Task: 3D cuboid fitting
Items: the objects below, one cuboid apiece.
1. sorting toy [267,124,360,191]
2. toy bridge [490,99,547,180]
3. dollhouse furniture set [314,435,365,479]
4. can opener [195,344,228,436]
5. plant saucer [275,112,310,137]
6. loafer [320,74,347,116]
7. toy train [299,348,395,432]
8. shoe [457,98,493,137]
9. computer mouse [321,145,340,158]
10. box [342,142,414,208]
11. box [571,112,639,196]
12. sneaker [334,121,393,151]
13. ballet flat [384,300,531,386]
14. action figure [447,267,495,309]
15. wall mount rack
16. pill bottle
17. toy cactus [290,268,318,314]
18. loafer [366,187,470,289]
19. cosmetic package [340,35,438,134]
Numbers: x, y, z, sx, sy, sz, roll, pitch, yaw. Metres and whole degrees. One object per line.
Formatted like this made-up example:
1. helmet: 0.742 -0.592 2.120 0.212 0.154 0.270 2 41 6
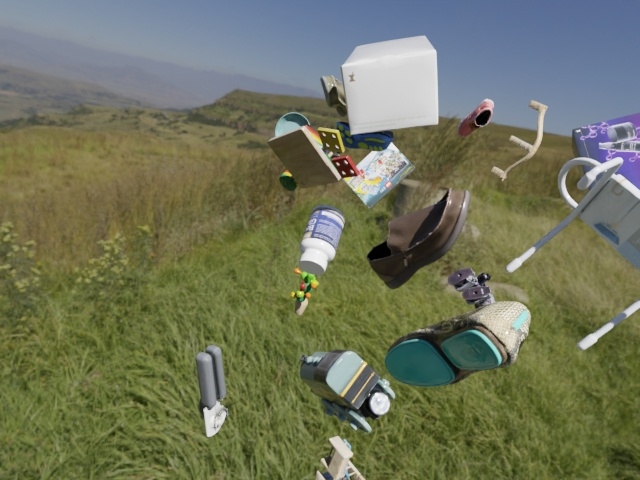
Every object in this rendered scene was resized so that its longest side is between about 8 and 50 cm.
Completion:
1. sorting toy: -0.021 -0.181 0.956 0.274 0.132 0.046 -2 42 53
2. toy bridge: 0.467 -0.221 1.053 0.026 0.188 0.063 -6 37 -45
3. dollhouse furniture set: 0.082 0.674 1.314 0.129 0.184 0.129 3 22 -40
4. can opener: -0.303 0.410 1.234 0.093 0.281 0.074 16 28 24
5. plant saucer: -0.083 -0.337 1.424 0.119 0.120 0.021 16 11 17
6. loafer: 0.068 -0.462 1.431 0.087 0.095 0.251 -17 -3 17
7. toy train: 0.052 0.362 1.160 0.190 0.142 0.334 46 -21 -6
8. shoe: 0.572 -0.440 1.699 0.063 0.178 0.081 32 45 -8
9. computer mouse: 0.030 -0.300 1.641 0.041 0.071 0.242 20 27 18
10. box: 0.224 -0.257 1.764 0.159 0.233 0.044 49 7 6
11. box: 0.783 -0.185 1.187 0.184 0.262 0.103 -13 -31 26
12. sneaker: 0.122 -0.299 1.294 0.188 0.067 0.078 20 44 30
13. ballet flat: 0.339 0.257 1.134 0.182 0.483 0.164 -32 81 -29
14. action figure: 0.491 0.177 1.381 0.285 0.099 0.186 33 32 -49
15. wall mount rack: 0.521 0.028 0.846 0.130 0.304 0.350 -22 59 -22
16. pill bottle: 0.000 0.000 1.174 0.094 0.094 0.170 13 57 7
17. toy cactus: -0.072 0.206 1.796 0.112 0.181 0.219 17 15 -2
18. loafer: 0.225 -0.004 1.126 0.130 0.366 0.134 32 45 -5
19. cosmetic package: 0.168 -0.382 1.083 0.196 0.155 0.366 -3 29 13
